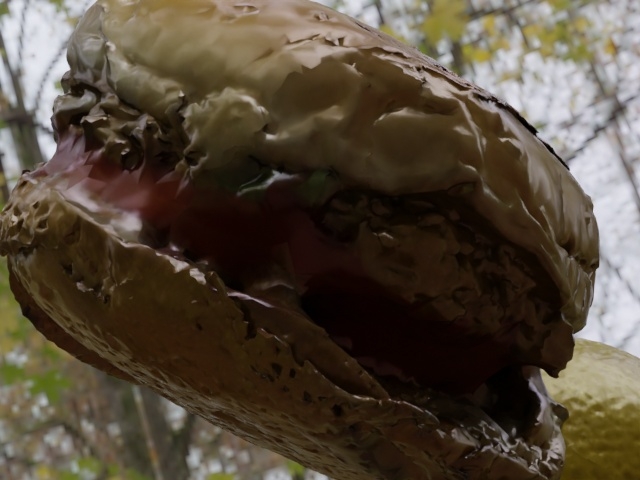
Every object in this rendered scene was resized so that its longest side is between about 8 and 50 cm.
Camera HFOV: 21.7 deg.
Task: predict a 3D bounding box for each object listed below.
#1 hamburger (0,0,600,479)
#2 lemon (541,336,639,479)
[{"bbox_3d":[0.000,0.000,0.647,0.244,0.163,0.244,26,-11,5],"label":"hamburger"},{"bbox_3d":[0.160,0.157,1.065,0.187,0.244,0.187,-52,-15,-20],"label":"lemon"}]
